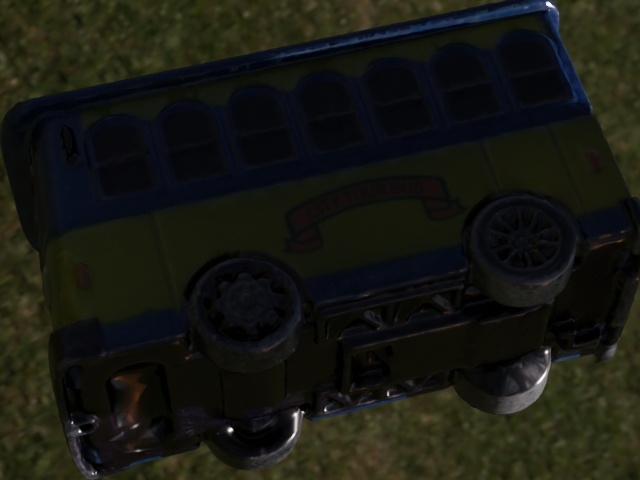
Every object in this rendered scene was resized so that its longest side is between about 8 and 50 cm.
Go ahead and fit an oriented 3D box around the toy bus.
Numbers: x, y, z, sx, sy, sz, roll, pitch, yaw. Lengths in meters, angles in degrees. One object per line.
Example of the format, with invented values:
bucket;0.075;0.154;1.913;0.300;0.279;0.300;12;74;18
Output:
toy bus;0.000;0.000;0.827;0.288;0.138;0.175;-12;59;-8
